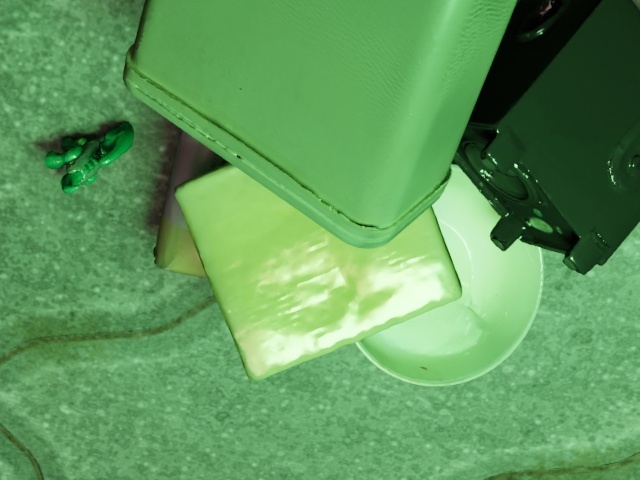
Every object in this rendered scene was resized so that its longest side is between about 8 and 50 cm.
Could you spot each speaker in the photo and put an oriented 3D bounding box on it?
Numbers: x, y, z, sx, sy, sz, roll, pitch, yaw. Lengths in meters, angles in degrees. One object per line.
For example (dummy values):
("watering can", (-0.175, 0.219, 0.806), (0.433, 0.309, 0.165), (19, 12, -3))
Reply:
("speaker", (0.278, -0.131, 1.509), (0.254, 0.184, 0.232), (-48, 115, -12))

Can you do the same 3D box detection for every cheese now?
("cheese", (0.000, 0.000, 1.492), (0.265, 0.124, 0.242), (-22, 91, 1))

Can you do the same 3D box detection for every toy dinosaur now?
("toy dinosaur", (-0.285, -0.099, 1.613), (0.096, 0.132, 0.059), (-12, 123, 32))

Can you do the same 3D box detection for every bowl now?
("bowl", (0.131, 0.038, 1.654), (0.277, 0.145, 0.277), (-1, 94, -14))

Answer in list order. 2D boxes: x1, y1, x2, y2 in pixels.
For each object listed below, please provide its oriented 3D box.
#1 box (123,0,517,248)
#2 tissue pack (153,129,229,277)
("box", (0.003, -0.232, 1.290), (0.352, 0.177, 0.344), (36, 133, 17))
("tissue pack", (-0.078, -0.072, 1.625), (0.215, 0.123, 0.256), (12, 109, -8))
